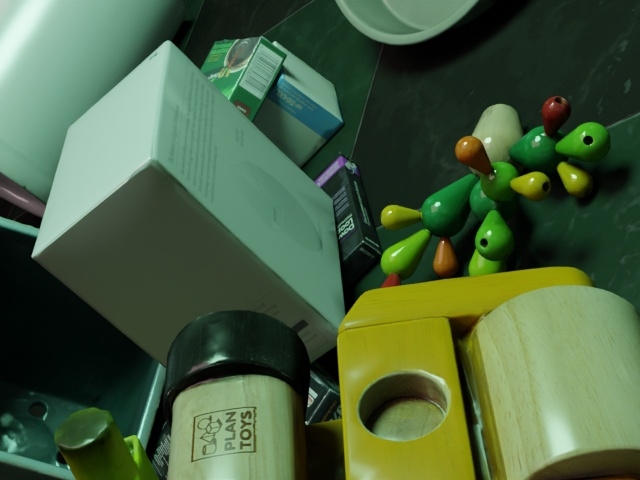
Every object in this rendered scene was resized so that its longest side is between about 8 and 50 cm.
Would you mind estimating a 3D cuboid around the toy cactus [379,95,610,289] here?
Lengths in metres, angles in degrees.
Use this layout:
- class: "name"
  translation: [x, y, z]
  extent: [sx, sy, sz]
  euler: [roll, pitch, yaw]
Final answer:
- class: "toy cactus"
  translation: [0.126, -0.048, 0.953]
  extent: [0.219, 0.112, 0.180]
  euler: [-47, 17, 36]

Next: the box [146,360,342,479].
- class: "box"
  translation: [-0.062, 0.170, 1.055]
  extent: [0.175, 0.051, 0.220]
  euler: [-56, 27, 0]

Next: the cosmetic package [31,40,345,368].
- class: "cosmetic package"
  translation: [-0.105, -0.013, 1.038]
  extent: [0.138, 0.224, 0.224]
  euler: [-36, 27, 18]

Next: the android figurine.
- class: "android figurine"
  translation: [-0.119, 0.256, 0.856]
  extent: [0.056, 0.273, 0.248]
  euler: [-18, 32, 0]

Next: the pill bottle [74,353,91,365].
- class: "pill bottle"
  translation: [-0.240, 0.084, 1.387]
  extent: [0.184, 0.103, 0.103]
  euler: [-43, 29, 23]

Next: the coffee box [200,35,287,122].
- class: "coffee box"
  translation: [-0.114, -0.125, 1.280]
  extent: [0.113, 0.040, 0.184]
  euler: [11, 72, 59]

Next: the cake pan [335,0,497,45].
- class: "cake pan"
  translation: [0.111, -0.335, 1.203]
  extent: [0.293, 0.054, 0.293]
  euler: [-3, 86, 51]

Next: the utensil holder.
- class: "utensil holder"
  translation: [-0.431, -0.272, 1.859]
  extent: [0.385, 0.327, 0.327]
  euler: [-60, 27, -11]

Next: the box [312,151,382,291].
- class: "box"
  translation: [0.000, 0.000, 1.167]
  extent: [0.116, 0.029, 0.162]
  euler: [-45, 30, 20]

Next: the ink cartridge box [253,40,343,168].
- class: "ink cartridge box"
  translation: [-0.059, -0.124, 1.334]
  extent: [0.143, 0.090, 0.092]
  euler: [-45, 29, 20]

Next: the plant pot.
- class: "plant pot"
  translation: [-0.293, 0.163, 1.240]
  extent: [0.252, 0.248, 0.247]
  euler: [114, 170, -53]

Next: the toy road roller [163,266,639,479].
- class: "toy road roller"
  translation: [0.054, 0.174, 0.755]
  extent: [0.330, 0.240, 0.202]
  euler: [-10, 40, 5]
